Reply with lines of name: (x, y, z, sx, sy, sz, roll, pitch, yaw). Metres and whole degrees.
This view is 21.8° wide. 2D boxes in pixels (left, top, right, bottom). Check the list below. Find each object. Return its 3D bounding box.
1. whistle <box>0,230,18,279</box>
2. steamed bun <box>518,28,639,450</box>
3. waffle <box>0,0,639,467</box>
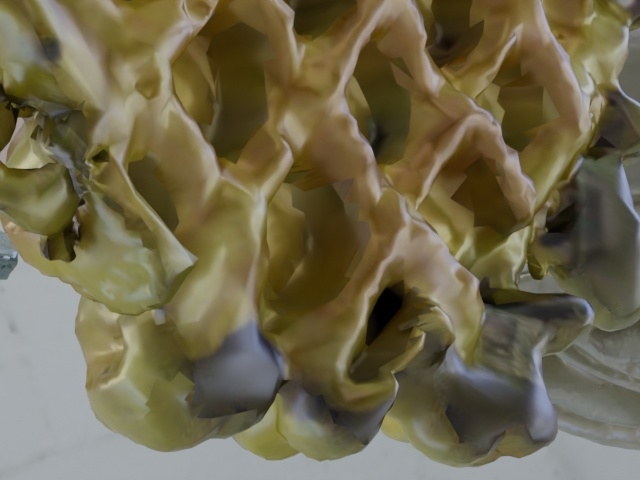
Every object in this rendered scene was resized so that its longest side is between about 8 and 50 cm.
whistle: (-0.360, -0.020, 1.274, 0.274, 0.093, 0.186, 17, -164, -34)
steamed bun: (0.199, 0.027, 1.136, 0.309, 0.324, 0.219, 31, -130, -2)
waffle: (-0.004, -0.090, 0.414, 0.062, 0.329, 0.329, -7, -143, 39)
